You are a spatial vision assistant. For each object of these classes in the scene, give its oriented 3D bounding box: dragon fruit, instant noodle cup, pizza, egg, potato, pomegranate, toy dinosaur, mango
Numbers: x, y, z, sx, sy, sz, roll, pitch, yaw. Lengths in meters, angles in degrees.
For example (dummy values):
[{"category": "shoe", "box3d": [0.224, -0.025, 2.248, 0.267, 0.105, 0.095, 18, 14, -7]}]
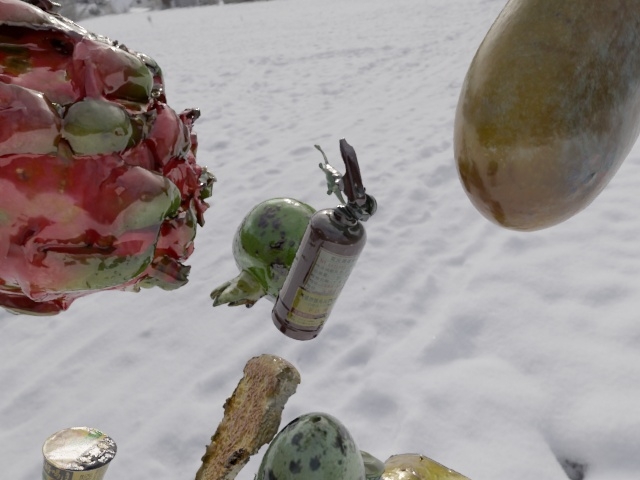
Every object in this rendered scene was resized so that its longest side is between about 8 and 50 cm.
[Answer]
[{"category": "dragon fruit", "box3d": [-0.232, -0.063, 0.394, 0.237, 0.302, 0.231, -33, 47, 25]}, {"category": "instant noodle cup", "box3d": [-0.543, 0.507, 1.047, 0.151, 0.122, 0.151, 17, 6, -2]}, {"category": "pizza", "box3d": [-0.136, 0.339, 0.843, 0.189, 0.071, 0.297, -15, 37, 53]}, {"category": "egg", "box3d": [-0.013, 0.374, 0.742, 0.176, 0.228, 0.177, 6, 20, -2]}, {"category": "potato", "box3d": [0.257, 0.801, 1.333, 0.397, 0.290, 0.296, 24, 12, 32]}, {"category": "pomegranate", "box3d": [-0.077, 0.040, 0.846, 0.211, 0.211, 0.263, 25, 60, 40]}, {"category": "toy dinosaur", "box3d": [0.026, -0.123, 0.981, 0.037, 0.180, 0.058, -21, -3, 23]}, {"category": "mango", "box3d": [0.229, -0.162, 0.453, 0.192, 0.317, 0.146, 2, 17, -30]}]

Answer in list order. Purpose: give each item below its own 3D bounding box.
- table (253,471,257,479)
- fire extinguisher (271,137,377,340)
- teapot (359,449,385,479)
[{"category": "table", "box3d": [-0.198, 0.831, 1.591, 0.062, 0.079, 0.083, 17, 78, 26]}, {"category": "fire extinguisher", "box3d": [-0.003, 0.004, 0.584, 0.106, 0.252, 0.075, 37, 35, 21]}, {"category": "teapot", "box3d": [0.019, 0.593, 1.067, 0.321, 0.240, 0.239, 10, -6, -7]}]
